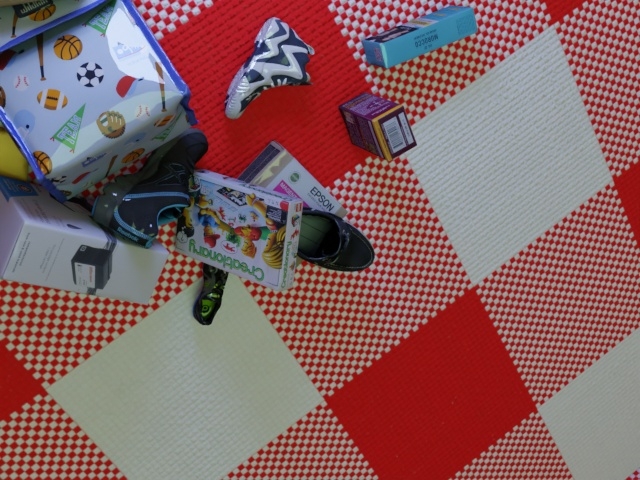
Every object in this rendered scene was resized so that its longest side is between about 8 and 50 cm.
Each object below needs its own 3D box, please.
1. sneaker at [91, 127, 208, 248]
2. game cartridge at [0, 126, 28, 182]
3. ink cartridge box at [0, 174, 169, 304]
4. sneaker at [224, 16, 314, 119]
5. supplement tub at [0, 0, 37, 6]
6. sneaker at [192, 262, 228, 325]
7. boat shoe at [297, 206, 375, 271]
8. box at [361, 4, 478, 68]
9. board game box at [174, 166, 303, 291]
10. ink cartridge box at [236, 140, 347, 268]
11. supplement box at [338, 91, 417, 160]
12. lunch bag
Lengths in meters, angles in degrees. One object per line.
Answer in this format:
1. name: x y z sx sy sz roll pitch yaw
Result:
1. sneaker: -0.316 -0.106 1.749 0.140 0.125 0.341 36 47 1
2. game cartridge: -0.749 -0.091 1.690 0.324 0.053 0.285 1 108 -27
3. ink cartridge box: -0.490 0.001 1.697 0.308 0.223 0.129 16 106 -40
4. sneaker: -0.097 -0.344 1.856 0.153 0.094 0.234 28 86 -21
5. supplement tub: -0.567 -0.515 1.464 0.316 0.228 0.228 -7 113 5
6. sneaker: -0.242 0.109 1.966 0.067 0.078 0.188 11 103 -27
7. boat shoe: 0.002 -0.004 1.913 0.340 0.113 0.127 32 93 -31
8. box: 0.226 -0.465 1.953 0.244 0.100 0.060 -24 115 -15
9. board game box: -0.179 -0.029 1.826 0.053 0.305 0.192 -16 118 -52
10. ink cartridge box: -0.085 -0.078 1.964 0.193 0.088 0.235 -47 119 -1
11. supplement box: 0.126 -0.259 1.933 0.081 0.188 0.104 -29 118 -13
12. lunch bag: -0.466 -0.323 1.600 0.328 0.239 0.385 -31 83 -10
